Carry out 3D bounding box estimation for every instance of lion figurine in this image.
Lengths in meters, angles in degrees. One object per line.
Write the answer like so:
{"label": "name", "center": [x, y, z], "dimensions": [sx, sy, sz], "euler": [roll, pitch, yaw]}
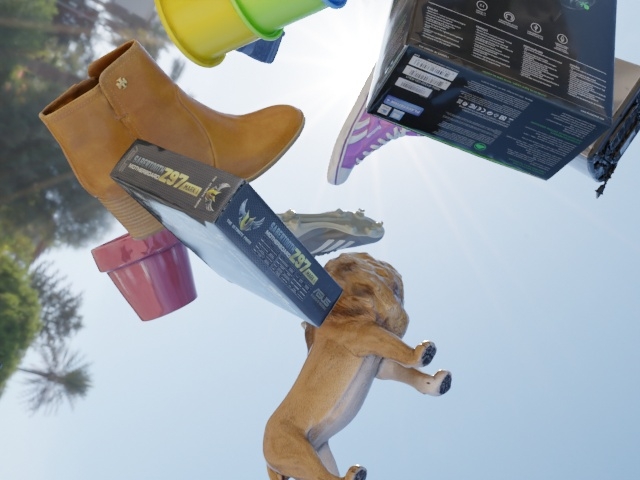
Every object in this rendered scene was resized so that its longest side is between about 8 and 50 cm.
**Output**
{"label": "lion figurine", "center": [0.015, 0.198, 0.949], "dimensions": [0.240, 0.142, 0.392], "euler": [21, -110, 41]}

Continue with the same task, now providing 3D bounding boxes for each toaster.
{"label": "toaster", "center": [0.445, -0.188, 1.188], "dimensions": [0.110, 0.168, 0.186], "euler": [36, -83, 28]}

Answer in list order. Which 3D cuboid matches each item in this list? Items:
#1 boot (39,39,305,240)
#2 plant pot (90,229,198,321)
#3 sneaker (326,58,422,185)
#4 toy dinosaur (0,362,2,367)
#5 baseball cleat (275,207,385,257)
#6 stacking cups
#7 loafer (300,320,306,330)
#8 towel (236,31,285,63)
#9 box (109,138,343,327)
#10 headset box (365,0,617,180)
{"label": "boot", "center": [-0.168, -0.154, 0.904], "dimensions": [0.295, 0.211, 0.104], "euler": [-36, -144, -16]}
{"label": "plant pot", "center": [-0.349, 0.062, 1.538], "dimensions": [0.201, 0.201, 0.180], "euler": [-8, -74, 58]}
{"label": "sneaker", "center": [0.127, -0.218, 1.536], "dimensions": [0.282, 0.161, 0.102], "euler": [-63, 176, 15]}
{"label": "toy dinosaur", "center": [-0.560, 0.228, 1.010], "dimensions": [0.321, 0.165, 0.218], "euler": [-6, -159, 16]}
{"label": "baseball cleat", "center": [0.000, 0.000, 1.212], "dimensions": [0.072, 0.205, 0.110], "euler": [-108, -151, -50]}
{"label": "stacking cups", "center": [0.023, -0.229, 0.545], "dimensions": [0.316, 0.096, 0.096], "euler": [-17, -129, 28]}
{"label": "loafer", "center": [0.004, 0.193, 1.598], "dimensions": [0.125, 0.045, 0.039], "euler": [-1, -67, 57]}
{"label": "towel", "center": [-0.116, -0.329, 1.175], "dimensions": [0.029, 0.119, 0.067], "euler": [37, -74, 49]}
{"label": "box", "center": [-0.099, -0.006, 0.822], "dimensions": [0.183, 0.233, 0.059], "euler": [24, -107, 40]}
{"label": "headset box", "center": [0.208, -0.254, 0.876], "dimensions": [0.131, 0.246, 0.283], "euler": [127, -21, -61]}
